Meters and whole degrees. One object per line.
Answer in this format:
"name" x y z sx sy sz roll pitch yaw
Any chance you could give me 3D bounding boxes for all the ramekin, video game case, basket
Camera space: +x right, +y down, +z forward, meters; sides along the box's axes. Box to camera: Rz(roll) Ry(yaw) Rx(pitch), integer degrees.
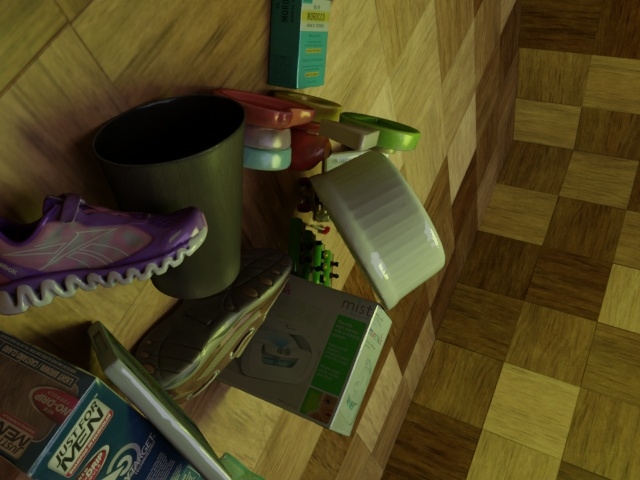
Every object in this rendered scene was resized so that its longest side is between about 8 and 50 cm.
"ramekin" 0.105 -0.027 1.018 0.135 0.277 0.277 -30 147 0
"video game case" 0.080 -0.133 1.270 0.157 0.019 0.143 -11 121 -22
"video game case" -0.201 0.200 0.694 0.023 0.193 0.212 -42 111 -17
"basket" -0.178 -0.047 0.740 0.204 0.154 0.227 -45 146 -44

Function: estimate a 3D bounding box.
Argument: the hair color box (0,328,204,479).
"hair color box" -0.272 0.250 0.683 0.105 0.174 0.347 -60 152 -28

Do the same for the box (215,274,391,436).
"box" -0.034 0.196 1.044 0.231 0.262 0.127 -66 154 -15

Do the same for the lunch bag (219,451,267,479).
"lunch bag" -0.210 0.570 1.029 0.223 0.160 0.262 -26 139 -62

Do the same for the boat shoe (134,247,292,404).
"boat shoe" -0.163 0.132 0.925 0.324 0.123 0.116 -43 145 -34

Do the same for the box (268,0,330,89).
"box" -0.031 -0.383 0.944 0.100 0.060 0.244 -32 133 -55

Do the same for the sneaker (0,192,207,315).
"sneaker" -0.241 -0.005 0.597 0.095 0.236 0.104 -132 -152 -69

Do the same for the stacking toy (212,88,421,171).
"stacking toy" -0.012 -0.142 0.886 0.309 0.279 0.130 -22 130 -59

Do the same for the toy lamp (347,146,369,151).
"toy lamp" 0.095 -0.145 1.331 0.080 0.080 0.274 -38 139 -52

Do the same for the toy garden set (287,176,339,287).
"toy garden set" 0.000 0.000 1.188 0.244 0.049 0.203 47 44 -65
